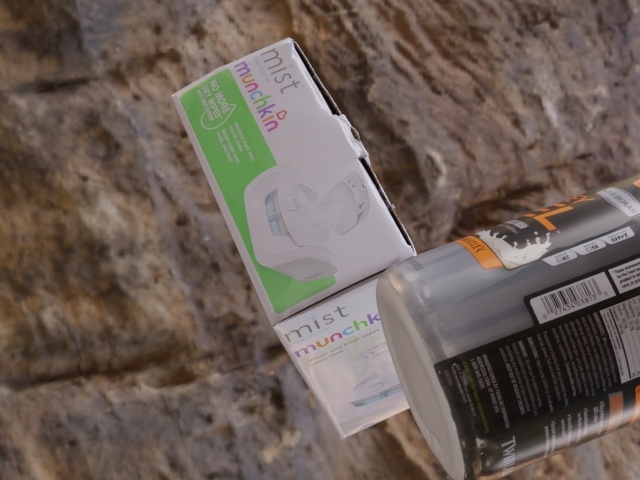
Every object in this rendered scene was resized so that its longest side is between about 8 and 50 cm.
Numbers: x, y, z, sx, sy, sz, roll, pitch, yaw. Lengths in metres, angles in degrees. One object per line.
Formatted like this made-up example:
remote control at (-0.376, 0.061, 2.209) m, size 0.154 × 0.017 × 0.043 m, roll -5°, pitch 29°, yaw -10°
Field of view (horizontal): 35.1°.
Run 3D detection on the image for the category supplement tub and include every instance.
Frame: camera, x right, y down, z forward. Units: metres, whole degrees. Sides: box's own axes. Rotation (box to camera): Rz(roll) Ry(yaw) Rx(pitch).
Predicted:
supplement tub at (0.134, 0.037, 0.507) m, size 0.117 × 0.190 × 0.117 m, roll 160°, pitch -90°, yaw -83°

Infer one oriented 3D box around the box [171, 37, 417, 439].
box at (0.000, 0.000, 0.883) m, size 0.262 × 0.127 × 0.231 m, roll 64°, pitch 0°, yaw 34°
